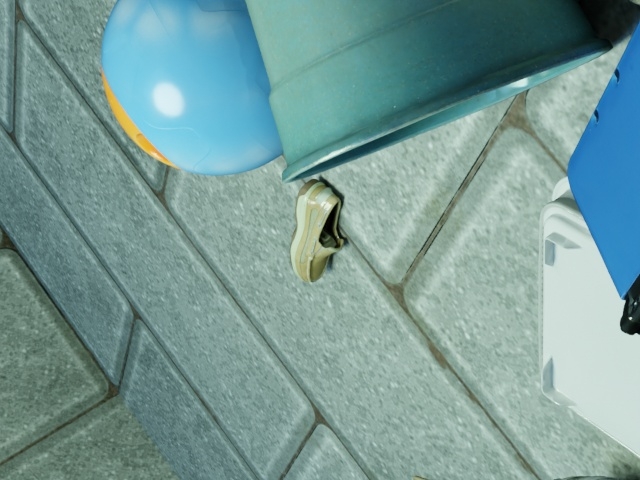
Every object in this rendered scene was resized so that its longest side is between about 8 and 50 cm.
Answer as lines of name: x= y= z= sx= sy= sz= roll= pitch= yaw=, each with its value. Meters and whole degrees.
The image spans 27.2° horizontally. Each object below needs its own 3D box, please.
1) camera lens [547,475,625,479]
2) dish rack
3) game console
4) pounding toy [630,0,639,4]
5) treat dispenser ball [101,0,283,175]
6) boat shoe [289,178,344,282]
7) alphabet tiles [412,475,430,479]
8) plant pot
camera lens: x=0.362 y=0.388 z=1.512 sx=0.274 sy=0.219 sz=0.219 roll=-2 pitch=116 yaw=57
dish rack: x=0.338 y=0.115 z=1.452 sx=0.285 sy=0.072 sz=0.333 roll=36 pitch=145 yaw=40
game console: x=0.362 y=-0.037 z=1.171 sx=0.250 sy=0.173 sz=0.293 roll=14 pitch=152 yaw=1
pounding toy: x=0.262 y=-0.308 z=1.129 sx=0.183 sy=0.110 sz=0.237 roll=54 pitch=-175 yaw=-15
treat dispenser ball: x=-0.134 y=-0.226 z=1.677 sx=0.288 sy=0.288 sz=0.288 roll=42 pitch=149 yaw=32
boat shoe: x=0.000 y=0.000 z=1.941 sx=0.072 sy=0.068 sz=0.190 roll=31 pitch=144 yaw=25
alphabet tiles: x=0.248 y=0.472 z=2.062 sx=0.237 sy=0.009 sz=0.198 roll=3 pitch=120 yaw=60
plant pot: x=0.061 y=-0.272 z=1.275 sx=0.341 sy=0.341 sz=0.334 roll=-21 pitch=90 yaw=64
